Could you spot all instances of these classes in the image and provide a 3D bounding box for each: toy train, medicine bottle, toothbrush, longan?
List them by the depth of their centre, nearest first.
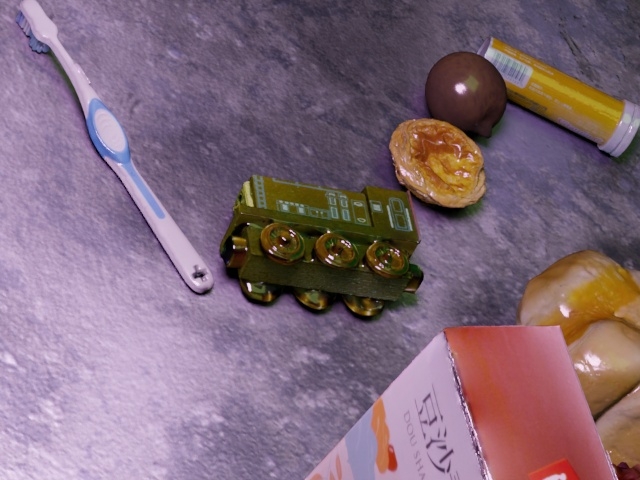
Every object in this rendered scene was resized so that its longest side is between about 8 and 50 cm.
[{"bbox_3d":[-0.219,-0.105,1.574,0.040,0.040,0.386,-23,71,-38],"label":"toothbrush"},{"bbox_3d":[0.000,0.000,1.586,0.225,0.090,0.137,10,46,-22],"label":"toy train"},{"bbox_3d":[0.178,-0.173,1.799,0.113,0.092,0.113,30,46,-36],"label":"longan"},{"bbox_3d":[0.296,-0.185,1.882,0.218,0.074,0.074,26,49,-8],"label":"medicine bottle"}]

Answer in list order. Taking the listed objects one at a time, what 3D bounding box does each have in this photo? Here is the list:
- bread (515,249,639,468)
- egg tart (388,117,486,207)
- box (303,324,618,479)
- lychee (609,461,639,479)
[{"bbox_3d":[0.328,0.174,1.548,0.341,0.210,0.300,37,27,-1],"label":"bread"},{"bbox_3d":[0.132,-0.085,1.736,0.130,0.052,0.130,15,52,-20],"label":"egg tart"},{"bbox_3d":[0.105,0.311,1.213,0.122,0.385,0.344,1,57,-28],"label":"box"},{"bbox_3d":[0.240,0.318,1.363,0.271,0.271,0.271,14,52,-19],"label":"lychee"}]
